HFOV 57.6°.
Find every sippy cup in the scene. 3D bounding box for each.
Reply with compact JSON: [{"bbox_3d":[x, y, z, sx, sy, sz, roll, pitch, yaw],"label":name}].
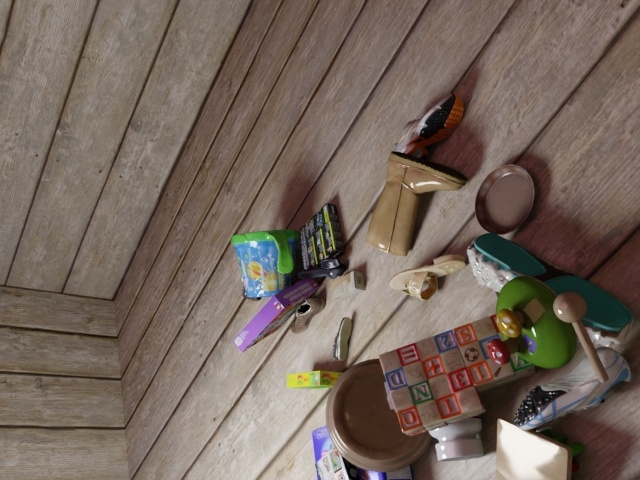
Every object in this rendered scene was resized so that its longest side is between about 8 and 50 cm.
[{"bbox_3d":[-0.185,0.084,2.036,0.305,0.240,0.223,15,-111,-80],"label":"sippy cup"}]

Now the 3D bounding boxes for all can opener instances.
[{"bbox_3d":[0.006,0.096,1.880,0.186,0.059,0.073,-15,92,43],"label":"can opener"}]

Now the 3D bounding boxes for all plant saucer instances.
[{"bbox_3d":[0.433,-0.092,1.354,0.168,0.029,0.168,-26,57,50],"label":"plant saucer"},{"bbox_3d":[0.146,0.421,1.432,0.278,0.041,0.277,-5,60,10],"label":"plant saucer"}]

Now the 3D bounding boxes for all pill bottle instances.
[{"bbox_3d":[0.296,0.376,1.312,0.121,0.121,0.221,-36,51,46],"label":"pill bottle"}]

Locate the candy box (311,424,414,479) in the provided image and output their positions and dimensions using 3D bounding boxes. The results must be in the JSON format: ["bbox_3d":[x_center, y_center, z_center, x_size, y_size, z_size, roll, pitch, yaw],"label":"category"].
[{"bbox_3d":[0.112,0.624,1.502,0.268,0.122,0.317,-37,49,42],"label":"candy box"}]

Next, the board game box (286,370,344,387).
[{"bbox_3d":[-0.017,0.430,1.789,0.181,0.092,0.043,-23,61,51],"label":"board game box"}]

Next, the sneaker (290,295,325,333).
[{"bbox_3d":[-0.062,0.244,1.941,0.188,0.071,0.066,-51,41,33],"label":"sneaker"}]

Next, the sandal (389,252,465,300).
[{"bbox_3d":[0.266,0.111,1.479,0.240,0.088,0.079,-31,49,42],"label":"sandal"}]

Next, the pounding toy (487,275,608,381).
[{"bbox_3d":[0.377,0.171,1.060,0.237,0.110,0.182,6,116,69],"label":"pounding toy"}]

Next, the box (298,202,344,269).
[{"bbox_3d":[0.000,0.000,1.960,0.184,0.045,0.190,-41,47,40],"label":"box"}]

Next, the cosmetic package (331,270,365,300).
[{"bbox_3d":[0.084,0.140,1.785,0.115,0.041,0.060,-33,53,47],"label":"cosmetic package"}]

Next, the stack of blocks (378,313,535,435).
[{"bbox_3d":[0.294,0.283,1.233,0.297,0.087,0.171,-22,61,10],"label":"stack of blocks"}]

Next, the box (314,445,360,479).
[{"bbox_3d":[0.056,0.624,1.441,0.114,0.036,0.207,-52,41,31],"label":"box"}]

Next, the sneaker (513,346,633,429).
[{"bbox_3d":[0.467,0.291,1.083,0.237,0.086,0.085,-43,4,22],"label":"sneaker"}]

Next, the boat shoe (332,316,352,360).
[{"bbox_3d":[0.062,0.294,1.757,0.042,0.049,0.132,12,93,49],"label":"boat shoe"}]

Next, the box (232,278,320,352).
[{"bbox_3d":[-0.150,0.248,1.959,0.057,0.201,0.293,50,128,11],"label":"box"}]

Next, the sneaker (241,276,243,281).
[{"bbox_3d":[-0.283,0.123,2.354,0.044,0.040,0.109,25,104,40],"label":"sneaker"}]

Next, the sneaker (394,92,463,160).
[{"bbox_3d":[0.281,-0.311,1.602,0.262,0.099,0.121,-51,37,33],"label":"sneaker"}]

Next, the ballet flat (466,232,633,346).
[{"bbox_3d":[0.455,0.116,1.189,0.409,0.147,0.146,47,118,55],"label":"ballet flat"}]

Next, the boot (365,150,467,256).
[{"bbox_3d":[0.254,-0.082,1.567,0.236,0.089,0.269,27,115,34],"label":"boot"}]

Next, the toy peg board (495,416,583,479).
[{"bbox_3d":[0.435,0.443,1.141,0.161,0.079,0.160,11,104,58],"label":"toy peg board"}]

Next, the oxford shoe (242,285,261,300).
[{"bbox_3d":[-0.222,0.125,2.233,0.096,0.083,0.227,16,94,40],"label":"oxford shoe"}]
